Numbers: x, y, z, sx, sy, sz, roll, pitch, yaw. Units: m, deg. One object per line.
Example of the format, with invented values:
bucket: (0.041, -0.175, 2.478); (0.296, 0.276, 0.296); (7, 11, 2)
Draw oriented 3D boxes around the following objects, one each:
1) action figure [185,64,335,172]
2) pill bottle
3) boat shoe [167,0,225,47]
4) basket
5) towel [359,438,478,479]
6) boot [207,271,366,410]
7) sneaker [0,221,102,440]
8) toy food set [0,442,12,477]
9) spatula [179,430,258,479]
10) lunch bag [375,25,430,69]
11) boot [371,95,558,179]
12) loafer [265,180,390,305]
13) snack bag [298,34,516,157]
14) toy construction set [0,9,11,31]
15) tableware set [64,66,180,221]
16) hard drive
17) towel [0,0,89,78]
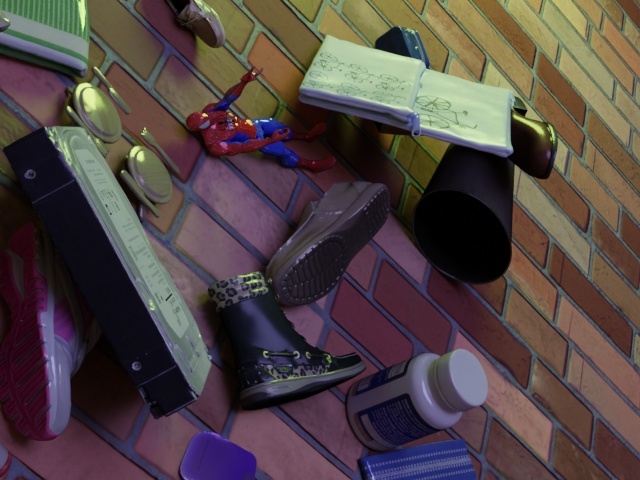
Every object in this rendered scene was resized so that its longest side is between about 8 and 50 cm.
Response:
action figure: (-0.067, -0.171, 1.778); (0.280, 0.139, 0.091); (4, 64, -46)
pill bottle: (0.139, 0.223, 1.726); (0.112, 0.187, 0.112); (27, 50, -37)
boat shoe: (-0.195, -0.339, 1.802); (0.135, 0.050, 0.045); (52, 40, 3)
basket: (0.259, -0.071, 2.085); (0.204, 0.154, 0.227); (56, 32, -26)
towel: (0.183, 0.463, 1.763); (0.243, 0.040, 0.336); (0, 66, -48)
boot: (-0.044, 0.127, 1.658); (0.236, 0.085, 0.178); (-7, 71, -51)
sneaker: (-0.292, 0.104, 1.365); (0.111, 0.103, 0.252); (19, 55, -40)
toy food set: (-0.362, 0.275, 1.178); (0.104, 0.111, 0.232); (55, 35, -29)
spatula: (-0.056, 0.345, 1.551); (0.296, 0.030, 0.084); (43, 39, -23)
lunch bag: (0.148, -0.337, 2.182); (0.065, 0.067, 0.098); (1, 66, -50)
boot: (0.233, -0.191, 2.019); (0.281, 0.096, 0.264); (4, 36, -18)
loafer: (0.000, 0.000, 1.784); (0.268, 0.092, 0.102); (-41, 136, -38)
snack bag: (0.149, -0.233, 1.921); (0.343, 0.037, 0.323); (16, 24, 2)
toy construction set: (-0.475, -0.229, 1.245); (0.309, 0.237, 0.257); (3, 66, -48)
tableware set: (-0.267, -0.119, 1.589); (0.194, 0.039, 0.128); (52, 26, -23)
hard drive: (-0.234, 0.027, 1.404); (0.339, 0.064, 0.237); (63, 2, -4)
towel: (-0.413, -0.379, 1.581); (0.248, 0.038, 0.324); (12, 57, -47)
